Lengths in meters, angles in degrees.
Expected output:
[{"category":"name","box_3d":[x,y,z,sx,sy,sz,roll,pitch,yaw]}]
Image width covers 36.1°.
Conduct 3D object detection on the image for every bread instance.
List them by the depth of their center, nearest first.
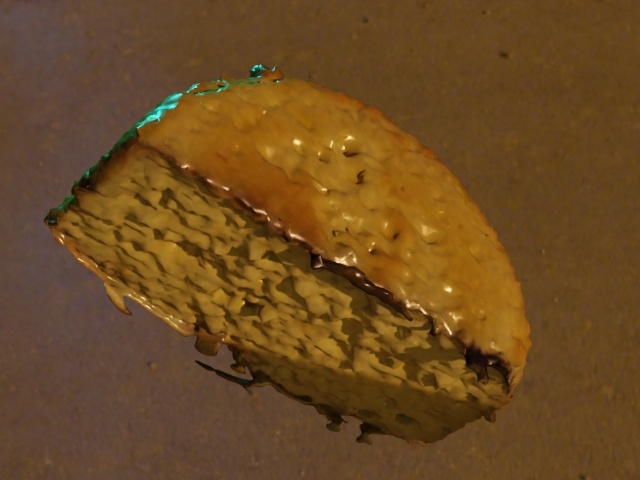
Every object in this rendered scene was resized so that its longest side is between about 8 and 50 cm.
[{"category":"bread","box_3d":[-0.005,-0.001,0.555,0.261,0.160,0.147,31,53,-10]}]
